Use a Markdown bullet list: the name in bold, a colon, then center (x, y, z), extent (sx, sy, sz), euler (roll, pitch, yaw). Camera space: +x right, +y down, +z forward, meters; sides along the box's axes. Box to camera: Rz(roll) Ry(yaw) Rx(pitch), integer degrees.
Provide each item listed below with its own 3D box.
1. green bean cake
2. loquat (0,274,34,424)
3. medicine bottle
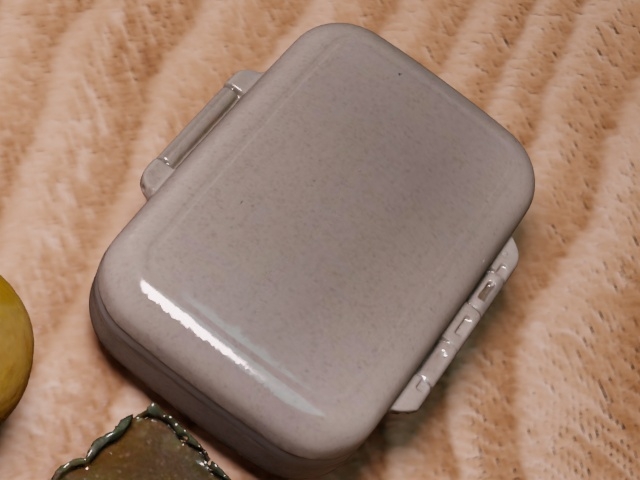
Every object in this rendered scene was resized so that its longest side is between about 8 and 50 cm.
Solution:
- **green bean cake**: center (-0.135, 0.232, 1.190), extent (0.173, 0.094, 0.181), euler (45, 55, 8)
- **loquat**: center (-0.287, 0.067, 1.199), extent (0.172, 0.149, 0.204), euler (20, 44, -4)
- **medicine bottle**: center (0.000, 0.000, 1.364), extent (0.282, 0.123, 0.375), euler (38, 55, 2)
